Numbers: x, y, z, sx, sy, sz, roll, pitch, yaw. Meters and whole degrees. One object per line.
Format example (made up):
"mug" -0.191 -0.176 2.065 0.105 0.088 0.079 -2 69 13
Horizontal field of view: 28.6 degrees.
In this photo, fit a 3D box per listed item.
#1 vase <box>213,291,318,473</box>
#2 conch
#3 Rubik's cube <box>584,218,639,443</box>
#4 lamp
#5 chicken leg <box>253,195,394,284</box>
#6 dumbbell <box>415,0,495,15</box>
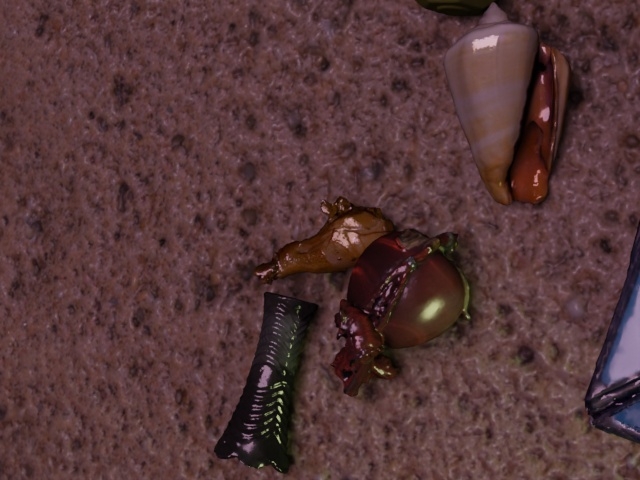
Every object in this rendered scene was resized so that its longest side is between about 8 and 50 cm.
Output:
"vase" -0.070 0.194 1.744 0.115 0.115 0.237 12 86 27
"conch" 0.238 -0.180 1.630 0.158 0.127 0.255 -2 107 -3
"Rubik's cube" 0.496 0.105 1.350 0.307 0.310 0.305 20 93 29
"lamp" 0.095 0.079 1.643 0.223 0.215 0.151 -28 64 -6
"chicken leg" 0.000 0.003 1.731 0.207 0.085 0.101 -21 77 21
"dumbbell" 0.193 -0.452 1.667 0.121 0.108 0.302 6 88 27
